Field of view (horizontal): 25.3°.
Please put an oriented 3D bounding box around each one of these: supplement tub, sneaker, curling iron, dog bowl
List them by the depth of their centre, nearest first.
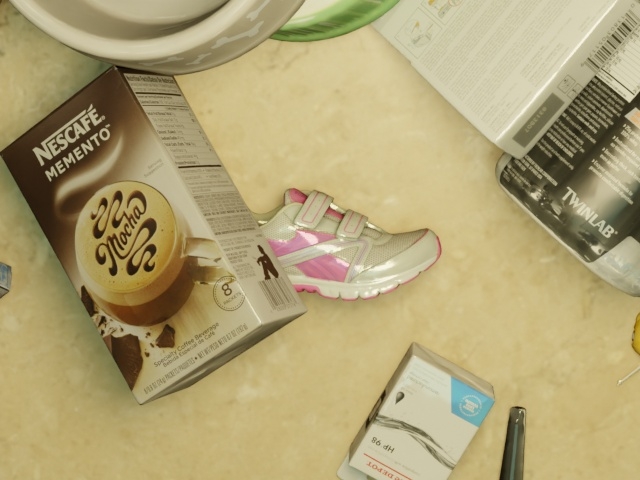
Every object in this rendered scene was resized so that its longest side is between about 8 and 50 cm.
[{"bbox_3d":[-0.161,-0.319,1.287,0.348,0.102,0.349,2,100,10],"label":"dog bowl"},{"bbox_3d":[0.349,-0.127,1.399,0.207,0.207,0.338,40,101,-5],"label":"supplement tub"},{"bbox_3d":[0.000,0.000,1.497,0.252,0.103,0.111,-4,103,3],"label":"sneaker"},{"bbox_3d":[0.193,0.316,1.583,0.068,0.035,0.274,12,102,1],"label":"curling iron"}]

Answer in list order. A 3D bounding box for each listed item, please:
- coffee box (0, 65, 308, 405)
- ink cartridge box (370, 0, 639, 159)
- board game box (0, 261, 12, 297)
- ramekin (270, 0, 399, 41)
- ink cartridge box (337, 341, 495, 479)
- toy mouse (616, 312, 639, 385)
[{"bbox_3d":[-0.169,-0.009,1.444,0.168,0.119,0.297,-34,81,21],"label":"coffee box"},{"bbox_3d":[0.180,-0.218,1.404,0.066,0.232,0.189,28,106,-44],"label":"ink cartridge box"},{"bbox_3d":[-0.442,0.043,1.529,0.194,0.060,0.194,-25,120,2],"label":"board game box"},{"bbox_3d":[-0.034,-0.343,1.388,0.303,0.148,0.304,2,101,10],"label":"ramekin"},{"bbox_3d":[0.101,0.216,1.555,0.104,0.060,0.180,29,101,-3],"label":"ink cartridge box"},{"bbox_3d":[0.410,0.102,1.530,0.143,0.031,0.161,14,102,0],"label":"toy mouse"}]
